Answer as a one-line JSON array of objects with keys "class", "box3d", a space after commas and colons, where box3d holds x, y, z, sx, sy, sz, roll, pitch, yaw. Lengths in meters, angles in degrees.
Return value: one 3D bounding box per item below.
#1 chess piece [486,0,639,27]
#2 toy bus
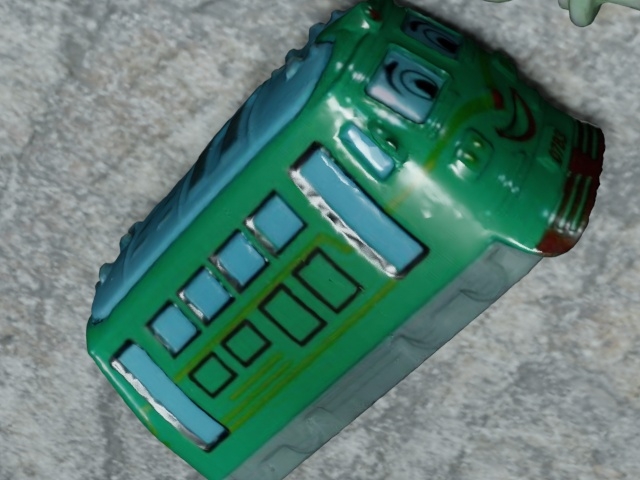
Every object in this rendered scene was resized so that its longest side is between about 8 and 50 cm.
[{"class": "chess piece", "box3d": [0.177, -0.162, 0.773, 0.272, 0.139, 0.139, 15, 128, 17]}, {"class": "toy bus", "box3d": [0.000, 0.000, 0.885, 0.199, 0.183, 0.343, 40, 123, -9]}]
